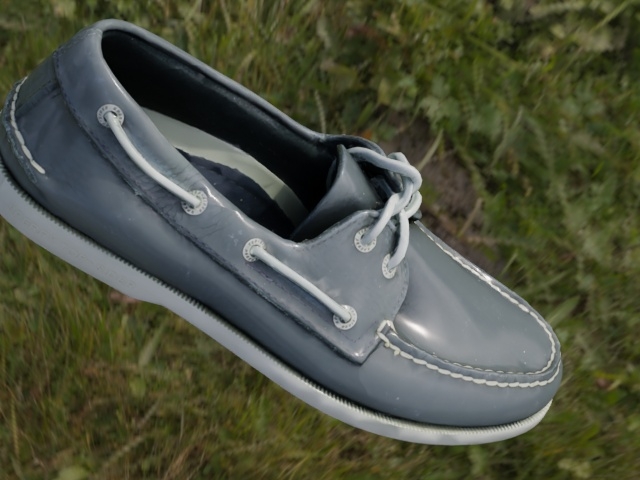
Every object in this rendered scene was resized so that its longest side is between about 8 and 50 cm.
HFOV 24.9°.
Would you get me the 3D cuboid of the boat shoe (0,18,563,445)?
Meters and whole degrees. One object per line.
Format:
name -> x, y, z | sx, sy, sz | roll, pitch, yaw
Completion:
boat shoe -> 0.000, 0.000, 0.688 | 0.319, 0.099, 0.116 | 27, 37, -19
